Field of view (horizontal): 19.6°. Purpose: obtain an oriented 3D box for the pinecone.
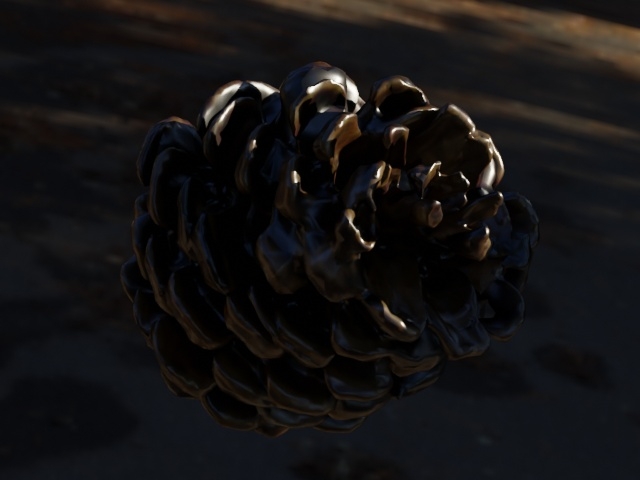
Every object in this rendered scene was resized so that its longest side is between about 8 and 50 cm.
[{"bbox_3d":[0.000,0.000,1.085,0.224,0.224,0.272,5,-20,-30],"label":"pinecone"}]
